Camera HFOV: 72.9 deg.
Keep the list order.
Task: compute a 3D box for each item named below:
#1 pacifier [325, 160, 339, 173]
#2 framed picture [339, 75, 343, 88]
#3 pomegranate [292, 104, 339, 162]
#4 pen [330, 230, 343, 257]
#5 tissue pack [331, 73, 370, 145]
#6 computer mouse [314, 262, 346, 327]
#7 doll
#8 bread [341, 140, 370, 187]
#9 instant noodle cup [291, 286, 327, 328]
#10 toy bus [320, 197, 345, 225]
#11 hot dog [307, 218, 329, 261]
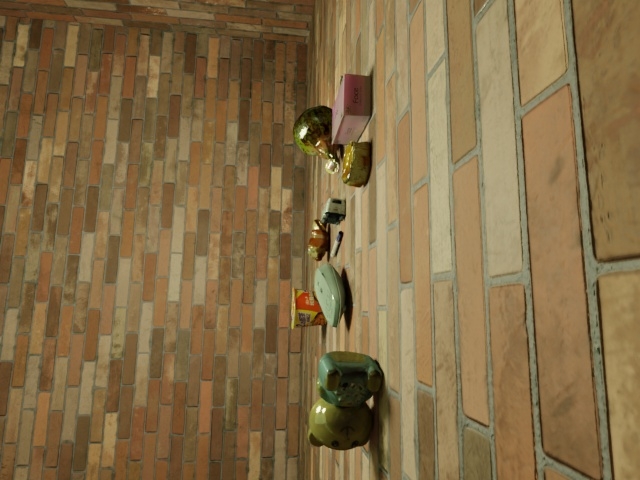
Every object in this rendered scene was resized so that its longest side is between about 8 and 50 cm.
[{"bbox_3d":[0.063,-0.341,1.952,0.064,0.068,0.083,-37,-22,-55],"label":"pacifier"},{"bbox_3d":[0.094,-0.691,1.922,0.089,0.006,0.066,-101,15,-60],"label":"framed picture"},{"bbox_3d":[0.014,-0.461,1.907,0.204,0.276,0.222,-43,-20,-26],"label":"pomegranate"},{"bbox_3d":[0.071,0.017,1.848,0.204,0.025,0.025,106,165,-60],"label":"pen"},{"bbox_3d":[0.098,-0.433,1.461,0.246,0.092,0.149,124,149,-78],"label":"tissue pack"},{"bbox_3d":[0.051,0.202,1.666,0.288,0.097,0.160,-121,33,-56],"label":"computer mouse"},{"bbox_3d":[0.062,0.442,1.178,0.161,0.177,0.261,-139,54,-75],"label":"doll"},{"bbox_3d":[0.114,-0.243,1.377,0.128,0.069,0.140,162,113,-82],"label":"bread"},{"bbox_3d":[-0.056,0.340,2.177,0.213,0.174,0.213,-178,90,-82],"label":"instant noodle cup"},{"bbox_3d":[0.051,-0.120,1.812,0.194,0.087,0.089,127,151,-79],"label":"toy bus"},{"bbox_3d":[0.000,0.000,2.157,0.146,0.103,0.213,36,-117,-73],"label":"hot dog"}]
